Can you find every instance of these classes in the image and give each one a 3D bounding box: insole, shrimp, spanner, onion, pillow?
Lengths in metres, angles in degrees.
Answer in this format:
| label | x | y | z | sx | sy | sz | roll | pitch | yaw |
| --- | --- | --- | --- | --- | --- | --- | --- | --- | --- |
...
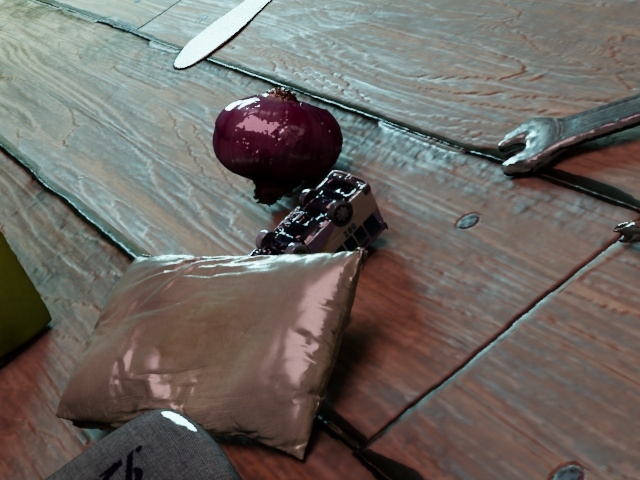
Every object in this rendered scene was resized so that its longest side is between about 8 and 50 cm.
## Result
| label | x | y | z | sx | sy | sz | roll | pitch | yaw |
| --- | --- | --- | --- | --- | --- | --- | --- | --- | --- |
| insole | -0.100 | -0.294 | 1.463 | 0.086 | 0.005 | 0.253 | 10 | 47 | 48 |
| shrimp | 0.225 | -0.008 | 0.715 | 0.038 | 0.029 | 0.092 | -42 | 28 | -20 |
| spanner | 0.265 | -0.106 | 0.825 | 0.302 | 0.017 | 0.071 | -18 | 30 | 29 |
| onion | -0.038 | -0.081 | 0.999 | 0.115 | 0.104 | 0.115 | 7 | 3 | 0 |
| pillow | -0.078 | 0.073 | 0.806 | 0.229 | 0.050 | 0.148 | 0 | 66 | 35 |

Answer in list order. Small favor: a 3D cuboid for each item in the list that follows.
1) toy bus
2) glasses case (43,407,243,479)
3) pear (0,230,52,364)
| label | x | y | z | sx | sy | sz | roll | pitch | yaw |
| --- | --- | --- | --- | --- | --- | --- | --- | --- | --- |
| toy bus | 0.000 | 0.000 | 0.866 | 0.102 | 0.058 | 0.052 | -45 | 37 | -17 |
| glasses case | -0.182 | 0.227 | 0.654 | 0.323 | 0.074 | 0.131 | -36 | 31 | -13 |
| pear | -0.394 | -0.007 | 1.035 | 0.159 | 0.292 | 0.292 | -30 | 28 | -22 |
